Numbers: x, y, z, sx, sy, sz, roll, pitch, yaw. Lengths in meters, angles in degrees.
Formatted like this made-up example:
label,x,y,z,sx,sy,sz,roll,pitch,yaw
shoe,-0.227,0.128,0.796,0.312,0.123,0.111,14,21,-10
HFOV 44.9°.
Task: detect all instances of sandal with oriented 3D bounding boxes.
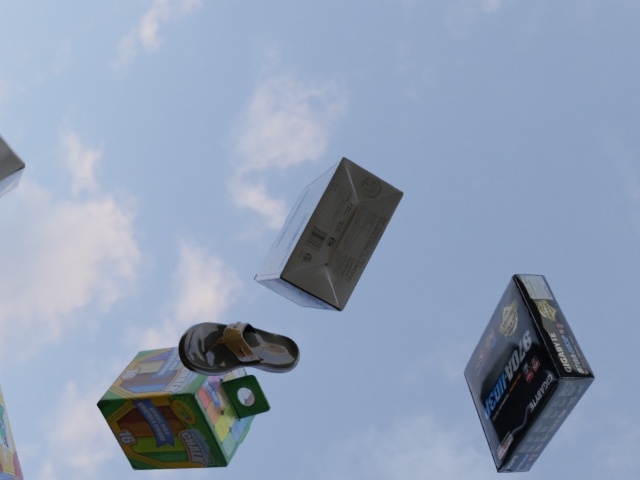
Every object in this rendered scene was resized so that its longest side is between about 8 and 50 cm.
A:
label,x,y,z,sx,sy,sz,roll,pitch,yaw
sandal,-0.119,0.166,1.215,0.060,0.219,0.090,-46,-136,42

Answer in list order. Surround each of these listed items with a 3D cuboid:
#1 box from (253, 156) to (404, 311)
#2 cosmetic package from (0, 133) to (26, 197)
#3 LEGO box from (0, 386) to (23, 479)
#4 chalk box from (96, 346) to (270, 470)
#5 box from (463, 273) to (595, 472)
label,x,y,z,sx,sy,sz,roll,pitch,yaw
box,0.000,0.000,1.038,0.087,0.290,0.169,29,-99,-8
cosmetic package,-0.677,-0.073,1.211,0.365,0.155,0.197,-40,-83,-28
LEGO box,-0.880,0.314,1.595,0.372,0.193,0.500,-20,-111,-9
chalk box,-0.243,0.319,1.503,0.289,0.179,0.180,-10,-65,25
box,0.273,0.181,1.051,0.051,0.220,0.175,2,-136,-14
